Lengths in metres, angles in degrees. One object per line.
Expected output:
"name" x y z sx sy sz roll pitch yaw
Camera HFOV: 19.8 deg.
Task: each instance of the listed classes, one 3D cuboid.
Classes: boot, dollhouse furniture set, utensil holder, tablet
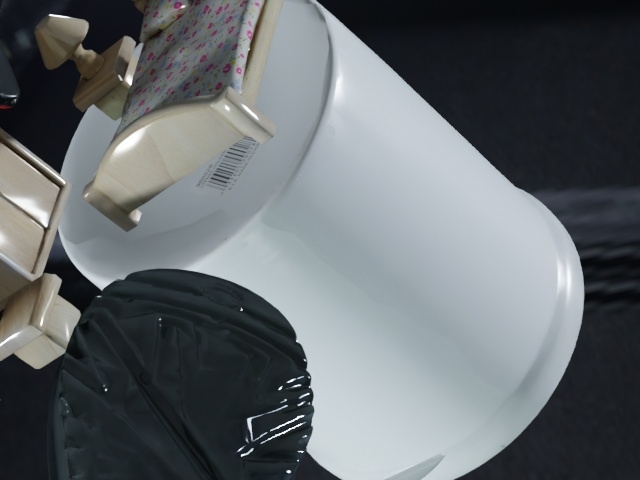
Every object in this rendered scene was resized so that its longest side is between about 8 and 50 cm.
"boot" -0.081 0.155 0.673 0.094 0.207 0.246 17 -143 -12
"dollhouse furniture set" -0.149 -0.098 1.131 0.355 0.174 0.303 -31 -148 35
"utensil holder" 0.000 0.000 1.649 0.327 0.385 0.327 -24 -134 28
"tablet" 0.058 0.196 1.471 0.083 0.054 0.006 -22 -108 -27

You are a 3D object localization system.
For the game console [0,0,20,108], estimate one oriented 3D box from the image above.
"game console" -0.234 -0.154 1.048 0.085 0.144 0.124 -59 -142 27
